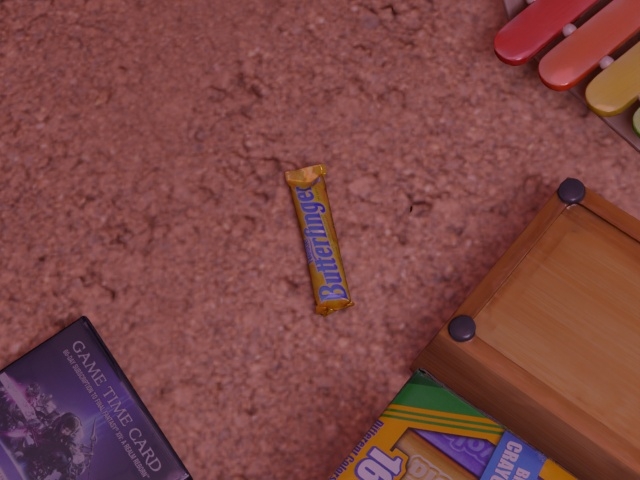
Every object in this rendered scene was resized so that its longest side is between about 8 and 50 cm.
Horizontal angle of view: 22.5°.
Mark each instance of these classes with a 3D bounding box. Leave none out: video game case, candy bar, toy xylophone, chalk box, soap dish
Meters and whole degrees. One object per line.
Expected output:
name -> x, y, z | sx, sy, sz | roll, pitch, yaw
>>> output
video game case -> -0.279, 0.217, 1.453 | 0.274, 0.026, 0.196 | -33, 63, -8
candy bar -> 0.000, 0.000, 1.515 | 0.040, 0.018, 0.162 | -14, 62, 3
toy xylophone -> 0.328, -0.185, 1.513 | 0.322, 0.081, 0.236 | 38, 75, 24
chalk box -> 0.144, 0.273, 1.264 | 0.289, 0.180, 0.179 | 35, 74, 24
soap dish -> 0.253, 0.095, 1.367 | 0.291, 0.118, 0.229 | 35, 74, 24
